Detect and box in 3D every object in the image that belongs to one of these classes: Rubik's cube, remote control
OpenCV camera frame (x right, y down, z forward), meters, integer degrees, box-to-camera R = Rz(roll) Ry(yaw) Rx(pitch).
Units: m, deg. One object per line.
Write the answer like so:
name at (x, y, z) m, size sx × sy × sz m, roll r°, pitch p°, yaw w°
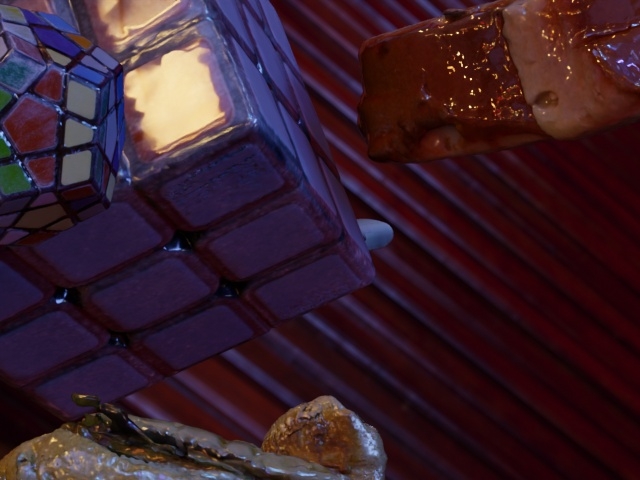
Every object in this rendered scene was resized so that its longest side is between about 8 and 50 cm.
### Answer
Rubik's cube at (-0.137, -0.051, 0.752) m, size 0.111 × 0.093 × 0.111 m, roll -17°, pitch 51°, yaw 21°
remote control at (0.000, 0.000, 1.618) m, size 0.065 × 0.029 × 0.166 m, roll 5°, pitch 8°, yaw 35°
Rubik's cube at (-0.169, -0.080, 1.332) m, size 0.305 × 0.301 × 0.304 m, roll -24°, pitch 61°, yaw 10°

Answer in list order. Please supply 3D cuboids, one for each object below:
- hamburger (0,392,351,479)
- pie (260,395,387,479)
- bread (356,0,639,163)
hamburger at (-0.079, 0.176, 0.821) m, size 0.130 × 0.206 × 0.183 m, roll 180°, pitch 110°, yaw -88°
pie at (-0.001, 0.275, 1.954) m, size 0.079 × 0.163 × 0.193 m, roll 2°, pitch -88°, yaw -65°
bread at (0.191, -0.141, 1.311) m, size 0.327 × 0.114 × 0.295 m, roll -11°, pitch 6°, yaw 40°
